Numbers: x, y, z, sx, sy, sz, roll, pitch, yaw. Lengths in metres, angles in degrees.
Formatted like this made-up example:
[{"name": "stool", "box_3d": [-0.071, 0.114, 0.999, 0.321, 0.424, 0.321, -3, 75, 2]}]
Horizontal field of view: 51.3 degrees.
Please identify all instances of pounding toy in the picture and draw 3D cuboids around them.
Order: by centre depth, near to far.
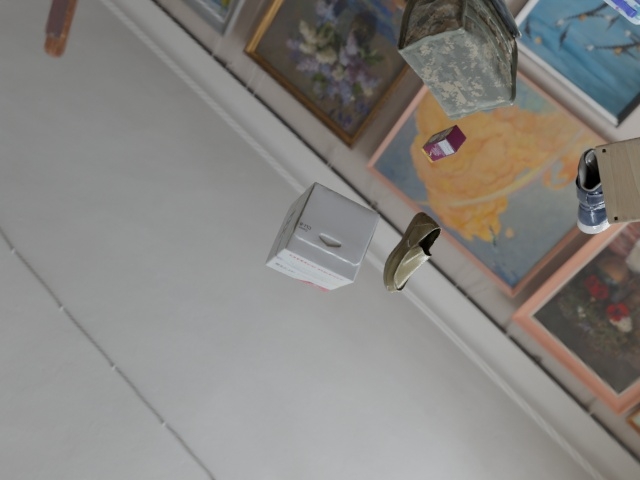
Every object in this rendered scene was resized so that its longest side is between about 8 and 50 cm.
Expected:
[{"name": "pounding toy", "box_3d": [0.536, -0.066, 1.087, 0.181, 0.094, 0.206, -14, -86, -44]}]

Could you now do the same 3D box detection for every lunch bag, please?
[{"name": "lunch bag", "box_3d": [0.291, -0.432, 1.342, 0.235, 0.169, 0.287, 40, -128, -41]}, {"name": "lunch bag", "box_3d": [0.843, -0.711, 1.832, 0.219, 0.090, 0.176, 35, -116, -6]}]

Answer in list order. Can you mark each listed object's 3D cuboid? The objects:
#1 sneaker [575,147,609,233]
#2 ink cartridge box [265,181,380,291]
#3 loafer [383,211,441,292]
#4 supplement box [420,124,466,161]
[{"name": "sneaker", "box_3d": [0.585, -0.137, 1.299, 0.086, 0.226, 0.163, 35, 161, 44]}, {"name": "ink cartridge box", "box_3d": [0.000, 0.000, 1.135, 0.128, 0.176, 0.127, 26, -105, -10]}, {"name": "loafer", "box_3d": [0.154, 0.023, 1.116, 0.050, 0.148, 0.056, 24, 179, 41]}, {"name": "supplement box", "box_3d": [0.273, -0.214, 1.482, 0.043, 0.083, 0.055, 49, -121, -15]}]
